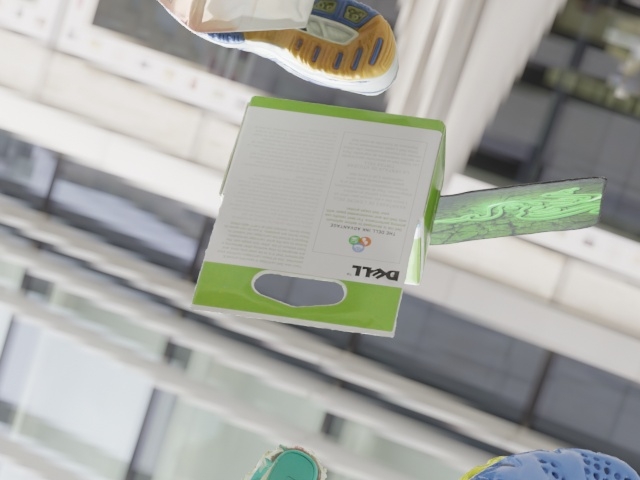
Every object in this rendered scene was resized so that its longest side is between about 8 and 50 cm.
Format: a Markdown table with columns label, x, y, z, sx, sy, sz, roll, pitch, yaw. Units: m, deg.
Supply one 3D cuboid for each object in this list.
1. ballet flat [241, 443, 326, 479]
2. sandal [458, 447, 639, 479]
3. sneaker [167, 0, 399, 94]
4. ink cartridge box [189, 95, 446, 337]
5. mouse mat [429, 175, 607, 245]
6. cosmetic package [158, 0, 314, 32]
| label | x | y | z | sx | sy | sz | roll | pitch | yaw |
| --- | --- | --- | --- | --- | --- | --- | --- | --- | --- |
| ballet flat | -0.076 | 0.298 | 1.836 | 0.091 | 0.241 | 0.077 | 39 | 159 | 4 |
| sandal | 0.105 | 0.208 | 1.296 | 0.317 | 0.126 | 0.138 | -12 | 170 | -33 |
| sneaker | -0.052 | -0.230 | 2.095 | 0.296 | 0.112 | 0.131 | 30 | 174 | 15 |
| ink cartridge box | 0.000 | 0.000 | 1.766 | 0.188 | 0.097 | 0.255 | 8 | -129 | 9 |
| mouse mat | 0.195 | -0.029 | 1.994 | 0.189 | 0.007 | 0.152 | -8 | 161 | 2 |
| cosmetic package | -0.060 | -0.341 | 1.669 | 0.129 | 0.296 | 0.153 | -7 | -142 | -37 |
